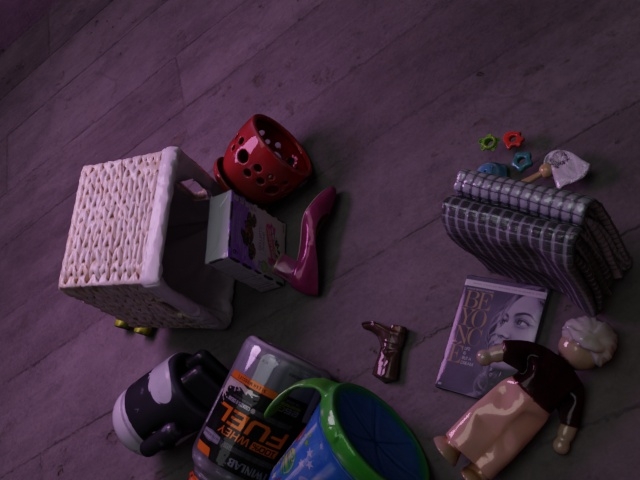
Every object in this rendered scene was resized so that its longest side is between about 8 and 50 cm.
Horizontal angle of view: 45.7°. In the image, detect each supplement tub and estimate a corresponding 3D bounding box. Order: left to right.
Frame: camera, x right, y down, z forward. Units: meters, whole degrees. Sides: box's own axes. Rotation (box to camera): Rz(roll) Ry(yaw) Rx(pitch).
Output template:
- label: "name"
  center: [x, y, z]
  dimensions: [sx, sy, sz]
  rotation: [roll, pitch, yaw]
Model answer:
- label: "supplement tub"
  center: [-0.126, 0.365, 1.495]
  dimensions: [0.193, 0.193, 0.316]
  rotation: [20, 82, 42]

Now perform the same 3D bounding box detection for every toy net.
- label: "toy net"
  center: [0.402, -0.145, 1.442]
  dimensions: [0.232, 0.045, 0.122]
  rotation: [5, 70, 37]

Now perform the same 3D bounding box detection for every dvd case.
- label: "dvd case"
  center: [0.309, 0.178, 1.370]
  dimensions: [0.164, 0.018, 0.221]
  rotation: [9, 74, 40]

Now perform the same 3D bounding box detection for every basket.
- label: "basket"
  center: [-0.374, 0.016, 1.729]
  dimensions: [0.266, 0.328, 0.332]
  rotation: [-7, 65, 19]

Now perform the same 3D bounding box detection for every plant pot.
- label: "plant pot"
  center: [-0.142, -0.170, 1.774]
  dimensions: [0.174, 0.191, 0.191]
  rotation: [-42, 49, 20]

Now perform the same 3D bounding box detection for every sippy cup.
- label: "sippy cup"
  center: [0.033, 0.408, 1.334]
  dimensions: [0.224, 0.240, 0.306]
  rotation: [-45, 43, 19]

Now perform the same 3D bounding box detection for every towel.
- label: "towel"
  center: [0.351, 0.007, 1.242]
  dimensions: [0.235, 0.283, 0.121]
  rotation: [16, 76, 38]

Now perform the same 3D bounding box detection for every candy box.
- label: "candy box"
  center: [-0.163, 0.005, 1.697]
  dimensions: [0.070, 0.196, 0.165]
  rotation: [-18, 59, 31]

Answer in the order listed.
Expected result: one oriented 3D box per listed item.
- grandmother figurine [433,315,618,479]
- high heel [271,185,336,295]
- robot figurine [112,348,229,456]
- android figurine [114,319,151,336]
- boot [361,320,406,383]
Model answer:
- label: "grandmother figurine"
  center: [0.343, 0.250, 1.248]
  dimensions: [0.342, 0.104, 0.208]
  rotation: [-43, 92, 5]
- label: "high heel"
  center: [0.000, 0.000, 1.673]
  dimensions: [0.117, 0.082, 0.244]
  rotation: [28, 73, 14]
- label: "robot figurine"
  center: [-0.326, 0.359, 1.670]
  dimensions: [0.278, 0.209, 0.174]
  rotation: [-36, 73, 17]
- label: "android figurine"
  center: [-0.439, 0.105, 1.955]
  dimensions: [0.248, 0.056, 0.273]
  rotation: [6, 73, 40]
- label: "boot"
  center: [0.114, 0.219, 1.491]
  dimensions: [0.106, 0.037, 0.114]
  rotation: [3, 75, 41]
